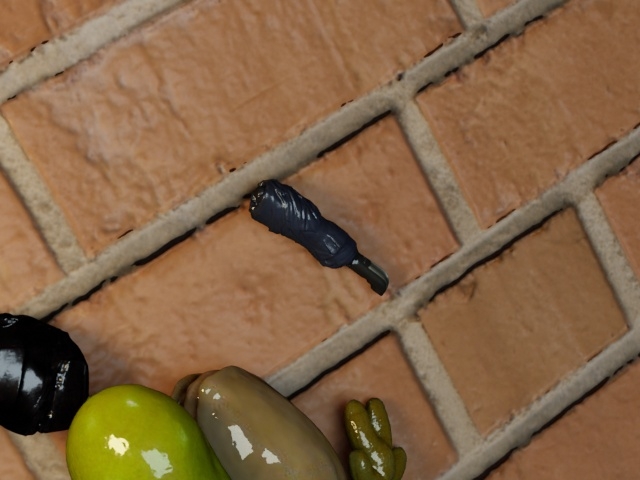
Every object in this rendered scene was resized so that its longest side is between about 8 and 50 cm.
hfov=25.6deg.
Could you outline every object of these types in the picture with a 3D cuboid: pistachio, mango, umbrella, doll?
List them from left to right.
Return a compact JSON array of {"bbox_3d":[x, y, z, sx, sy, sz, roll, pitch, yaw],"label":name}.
[{"bbox_3d":[-0.202,0.294,1.700,0.273,0.185,0.149,61,42,-26],"label":"mango"},{"bbox_3d":[-0.075,0.279,1.834,0.293,0.162,0.181,40,49,-20],"label":"pistachio"},{"bbox_3d":[0.005,-0.005,1.922,0.248,0.071,0.071,32,78,-26],"label":"umbrella"},{"bbox_3d":[0.066,0.323,1.945,0.137,0.097,0.209,17,62,-61],"label":"doll"}]

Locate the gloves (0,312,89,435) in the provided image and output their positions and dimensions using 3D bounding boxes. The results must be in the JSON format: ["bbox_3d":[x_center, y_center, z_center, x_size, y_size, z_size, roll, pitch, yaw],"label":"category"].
[{"bbox_3d":[-0.396,0.160,1.717,0.203,0.124,0.164,2,72,-32],"label":"gloves"}]
